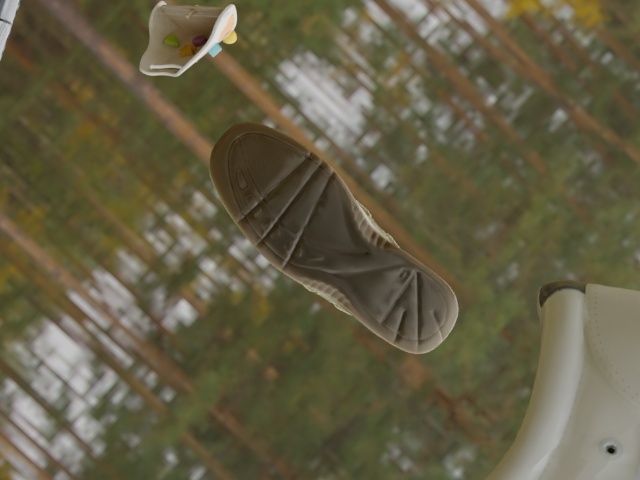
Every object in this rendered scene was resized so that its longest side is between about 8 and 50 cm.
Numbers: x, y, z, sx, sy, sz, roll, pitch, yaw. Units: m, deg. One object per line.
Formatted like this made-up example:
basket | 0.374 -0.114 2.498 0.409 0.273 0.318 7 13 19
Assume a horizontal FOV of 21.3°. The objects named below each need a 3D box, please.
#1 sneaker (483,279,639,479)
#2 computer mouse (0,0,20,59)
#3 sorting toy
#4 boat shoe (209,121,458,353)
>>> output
sneaker | 0.072 0.133 0.556 0.094 0.091 0.258 67 42 -60
computer mouse | -0.125 -0.118 0.679 0.060 0.184 0.262 35 63 -64
sorting toy | -0.120 -0.169 1.482 0.083 0.045 0.075 8 -132 36
boat shoe | 0.000 0.000 0.746 0.050 0.135 0.045 -48 -162 -8
